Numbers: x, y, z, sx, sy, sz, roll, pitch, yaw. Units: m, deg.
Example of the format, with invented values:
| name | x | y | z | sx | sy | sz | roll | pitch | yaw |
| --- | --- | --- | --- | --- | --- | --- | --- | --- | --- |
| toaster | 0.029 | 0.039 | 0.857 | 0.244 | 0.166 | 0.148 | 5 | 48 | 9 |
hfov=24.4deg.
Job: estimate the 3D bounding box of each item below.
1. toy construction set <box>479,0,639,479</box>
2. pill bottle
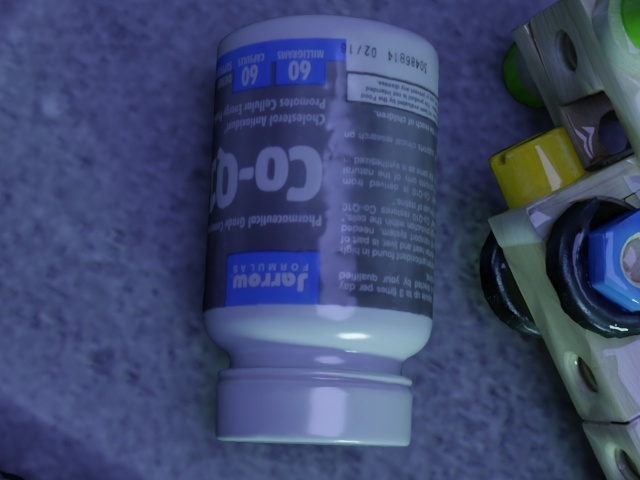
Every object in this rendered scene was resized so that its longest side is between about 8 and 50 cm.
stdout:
| name | x | y | z | sx | sy | sz | roll | pitch | yaw |
| --- | --- | --- | --- | --- | --- | --- | --- | --- | --- |
| toy construction set | 0.181 | 0.009 | 0.521 | 0.215 | 0.151 | 0.328 | -26 | 78 | -17 |
| pill bottle | 0.000 | 0.000 | 0.500 | 0.078 | 0.078 | 0.137 | 4 | 80 | -14 |
